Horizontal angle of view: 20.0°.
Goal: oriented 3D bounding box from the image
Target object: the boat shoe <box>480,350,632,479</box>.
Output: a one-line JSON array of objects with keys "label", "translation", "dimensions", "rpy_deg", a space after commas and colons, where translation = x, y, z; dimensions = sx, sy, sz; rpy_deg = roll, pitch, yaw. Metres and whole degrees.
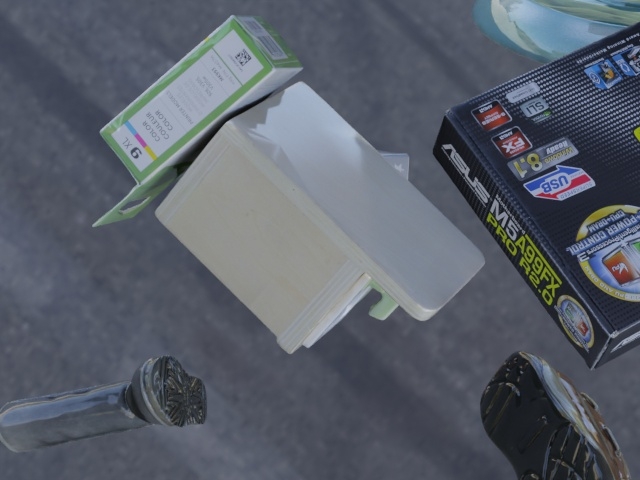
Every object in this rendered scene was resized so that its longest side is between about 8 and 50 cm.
[{"label": "boat shoe", "translation": [0.271, 0.242, 1.870], "dimensions": [0.120, 0.122, 0.324], "rpy_deg": [25, 28, -29]}]

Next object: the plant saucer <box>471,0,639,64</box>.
[{"label": "plant saucer", "translation": [0.307, -0.227, 1.761], "dimensions": [0.318, 0.043, 0.317], "rpy_deg": [3, 26, -2]}]

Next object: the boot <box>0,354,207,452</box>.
[{"label": "boot", "translation": [-0.237, 0.171, 1.866], "dimensions": [0.189, 0.208, 0.076], "rpy_deg": [58, 31, -69]}]

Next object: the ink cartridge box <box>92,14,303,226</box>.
[{"label": "ink cartridge box", "translation": [-0.120, -0.104, 1.549], "dimensions": [0.062, 0.209, 0.109], "rpy_deg": [50, 13, 3]}]

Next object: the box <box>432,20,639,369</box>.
[{"label": "box", "translation": [0.254, -0.053, 1.367], "dimensions": [0.270, 0.060, 0.216], "rpy_deg": [-25, 66, -21]}]

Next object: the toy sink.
[{"label": "toy sink", "translation": [0.000, 0.000, 1.563], "dimensions": [0.234, 0.131, 0.153], "rpy_deg": [43, 30, 5]}]

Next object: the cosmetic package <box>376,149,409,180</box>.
[{"label": "cosmetic package", "translation": [-0.014, -0.043, 1.937], "dimensions": [0.107, 0.127, 0.238], "rpy_deg": [-3, 8, -33]}]
